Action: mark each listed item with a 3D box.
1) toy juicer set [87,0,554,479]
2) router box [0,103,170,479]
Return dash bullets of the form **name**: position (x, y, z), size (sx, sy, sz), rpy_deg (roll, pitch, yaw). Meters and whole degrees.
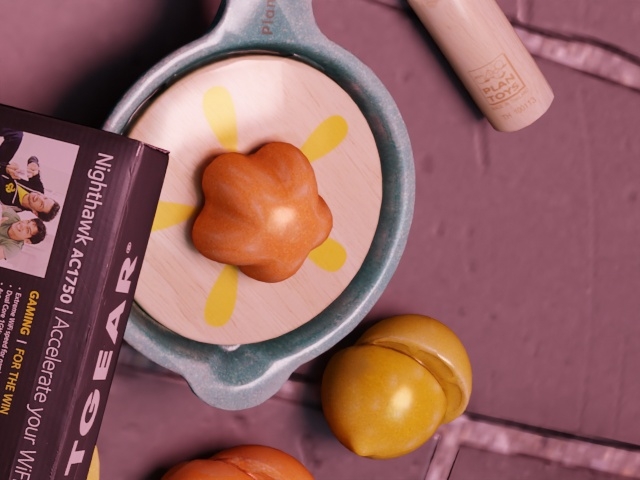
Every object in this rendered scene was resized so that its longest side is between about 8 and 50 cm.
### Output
- **toy juicer set**: position (0.000, 0.000, 0.746), size (0.209, 0.089, 0.329), rpy_deg (30, 91, -30)
- **router box**: position (-0.138, 0.038, 0.660), size (0.133, 0.046, 0.179), rpy_deg (15, 89, 9)
